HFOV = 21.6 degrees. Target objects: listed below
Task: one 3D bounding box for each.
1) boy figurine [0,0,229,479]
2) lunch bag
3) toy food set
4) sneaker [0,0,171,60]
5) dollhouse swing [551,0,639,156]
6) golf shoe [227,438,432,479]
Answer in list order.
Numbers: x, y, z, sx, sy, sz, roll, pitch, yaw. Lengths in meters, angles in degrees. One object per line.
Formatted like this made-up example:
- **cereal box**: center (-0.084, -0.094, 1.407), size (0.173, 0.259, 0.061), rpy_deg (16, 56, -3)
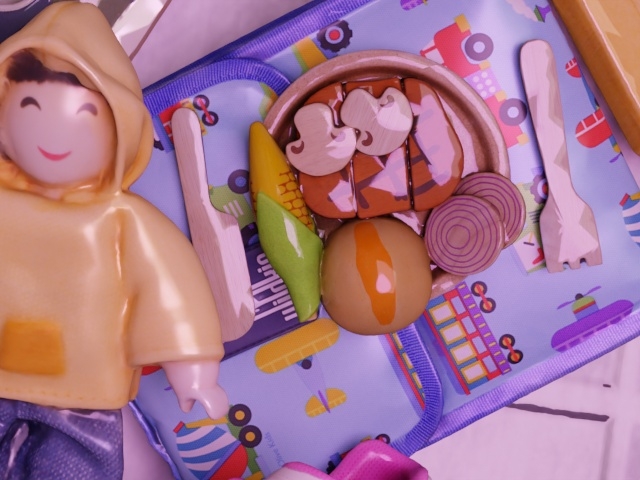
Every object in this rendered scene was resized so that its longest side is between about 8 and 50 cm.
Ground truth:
- **boy figurine**: center (-0.123, 0.035, 0.767), size (0.177, 0.092, 0.285), rpy_deg (15, 100, 8)
- **lunch bag**: center (0.000, 0.000, 0.858), size (0.293, 0.138, 0.221), rpy_deg (-29, 99, -6)
- **toy food set**: center (0.029, -0.023, 0.781), size (0.192, 0.038, 0.132), rpy_deg (-12, 97, 1)
- **sneaker**: center (-0.103, -0.161, 0.831), size (0.086, 0.064, 0.192), rpy_deg (35, 80, -24)
- **dollhouse swing**: center (0.263, -0.254, 0.877), size (0.347, 0.315, 0.305), rpy_deg (-31, 81, -20)
- **golf shoe**: center (-0.059, 0.164, 0.729), size (0.306, 0.115, 0.140), rpy_deg (-7, 116, -49)
